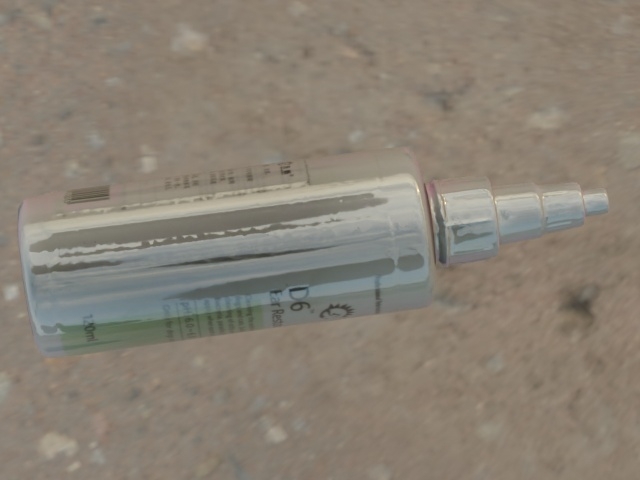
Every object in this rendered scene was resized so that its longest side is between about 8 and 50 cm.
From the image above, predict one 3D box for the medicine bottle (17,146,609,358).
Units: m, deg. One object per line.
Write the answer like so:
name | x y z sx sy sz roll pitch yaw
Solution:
medicine bottle | 0.000 0.000 0.655 0.199 0.057 0.057 -8 93 -3
